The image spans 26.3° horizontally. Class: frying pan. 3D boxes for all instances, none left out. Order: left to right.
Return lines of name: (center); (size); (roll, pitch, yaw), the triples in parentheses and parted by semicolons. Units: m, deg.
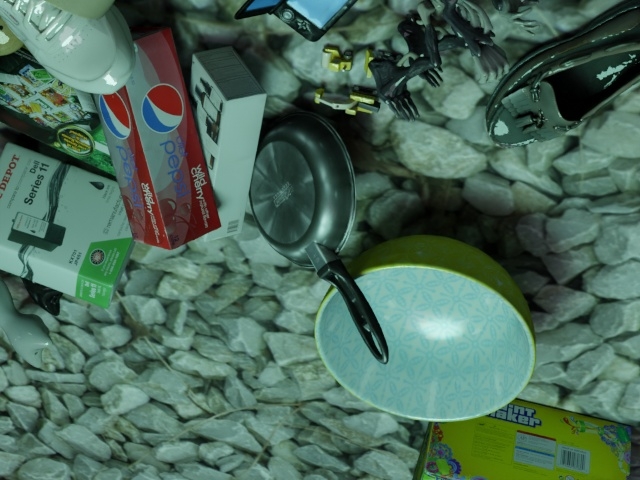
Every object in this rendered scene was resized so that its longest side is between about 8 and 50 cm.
frying pan: (-0.019, 0.001, 1.706); (0.197, 0.053, 0.326); (-11, 87, 50)

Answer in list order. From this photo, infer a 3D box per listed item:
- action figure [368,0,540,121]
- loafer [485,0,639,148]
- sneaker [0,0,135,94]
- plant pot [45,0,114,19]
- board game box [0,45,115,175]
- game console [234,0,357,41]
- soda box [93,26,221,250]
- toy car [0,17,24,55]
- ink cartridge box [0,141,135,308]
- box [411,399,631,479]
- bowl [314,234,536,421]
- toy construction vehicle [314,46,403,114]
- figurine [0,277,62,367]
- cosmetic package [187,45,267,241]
action figure: (0.169, -0.247, 1.489); (0.141, 0.164, 0.276); (44, 141, 1)
loafer: (0.287, -0.178, 1.564); (0.096, 0.084, 0.267); (38, 130, -20)
sneaker: (-0.339, -0.276, 1.538); (0.305, 0.152, 0.114); (45, 105, 7)
plant pot: (-0.278, -0.396, 1.425); (0.284, 0.284, 0.191); (39, 105, -20)
board game box: (-0.305, -0.161, 1.789); (0.259, 0.030, 0.136); (25, 131, -8)
game console: (-0.019, -0.277, 1.569); (0.107, 0.071, 0.122); (36, 132, -17)
soda box: (-0.206, -0.126, 1.678); (0.092, 0.083, 0.263); (12, 122, 49)
toy car: (-0.404, -0.264, 1.652); (0.188, 0.149, 0.155); (-29, 89, 11)
ink cartridge box: (-0.353, -0.021, 1.835); (0.208, 0.153, 0.087); (20, 155, -3)
box: (0.281, 0.392, 2.032); (0.290, 0.177, 0.279); (13, 134, 3)
bowl: (0.145, 0.087, 1.801); (0.289, 0.156, 0.289); (8, 133, 8)
toy construction vehicle: (0.044, -0.192, 1.655); (0.098, 0.035, 0.086); (13, 134, 4)
figurine: (-0.449, 0.064, 1.946); (0.209, 0.092, 0.215); (38, 136, 11)
cosmetic package: (-0.131, -0.118, 1.722); (0.060, 0.099, 0.239); (-14, 140, -26)
